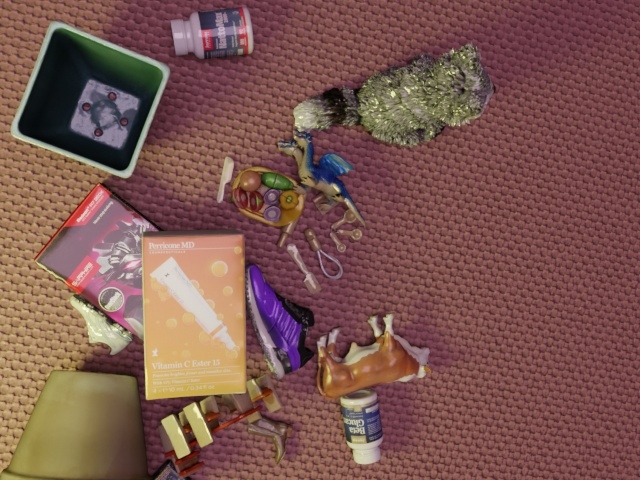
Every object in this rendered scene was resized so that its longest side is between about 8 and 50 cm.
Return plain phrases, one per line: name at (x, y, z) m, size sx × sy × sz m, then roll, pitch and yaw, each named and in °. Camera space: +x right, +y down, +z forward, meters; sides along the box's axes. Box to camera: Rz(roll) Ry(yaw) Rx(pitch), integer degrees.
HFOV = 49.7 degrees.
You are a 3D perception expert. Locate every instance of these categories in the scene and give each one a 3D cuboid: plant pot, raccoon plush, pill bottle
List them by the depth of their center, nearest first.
plant pot at (-0.479, -0.286, 1.498) m, size 0.247 × 0.252 × 0.247 m, roll 21°, pitch 89°, yaw -11°
plant pot at (-0.523, 0.436, 1.533) m, size 0.323 × 0.323 × 0.280 m, roll 7°, pitch 75°, yaw -11°
raccoon plush at (0.183, -0.307, 1.601) m, size 0.446 × 0.299 × 0.216 m, roll -23°, pitch 98°, yaw -8°
pill bottle at (-0.252, -0.478, 1.604) m, size 0.180 × 0.108 × 0.108 m, roll -10°, pitch 95°, yaw -10°
pill bottle at (0.107, 0.468, 1.739) m, size 0.094 × 0.094 × 0.169 m, roll -10°, pitch 95°, yaw -10°

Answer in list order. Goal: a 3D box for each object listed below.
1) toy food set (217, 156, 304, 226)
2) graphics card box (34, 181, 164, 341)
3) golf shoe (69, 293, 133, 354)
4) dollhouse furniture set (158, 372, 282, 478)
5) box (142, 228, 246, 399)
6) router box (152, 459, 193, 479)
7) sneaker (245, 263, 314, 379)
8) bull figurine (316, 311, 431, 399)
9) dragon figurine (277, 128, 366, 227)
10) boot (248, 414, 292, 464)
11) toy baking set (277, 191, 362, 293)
toy food set at (-0.145, -0.113, 1.651) m, size 0.217 × 0.071 × 0.128 m, roll 19°, pitch 91°, yaw -3°
graphics card box at (-0.438, 0.067, 1.609) m, size 0.371 × 0.094 × 0.233 m, roll 40°, pitch 85°, yaw -12°
golf shoe at (-0.526, 0.199, 1.616) m, size 0.176 × 0.069 × 0.086 m, roll 41°, pitch 91°, yaw -10°
dollhouse furniture set at (-0.244, 0.437, 1.595) m, size 0.259 × 0.262 × 0.135 m, roll -33°, pitch 77°, yaw 30°
box at (-0.278, 0.152, 1.516) m, size 0.215 × 0.168 × 0.345 m, roll -2°, pitch 95°, yaw -14°
router box at (-0.379, 0.611, 1.682) m, size 0.092 × 0.038 × 0.122 m, roll 45°, pitch 84°, yaw -11°
sneaker at (-0.095, 0.180, 1.686) m, size 0.146 × 0.102 × 0.293 m, roll -21°, pitch 102°, yaw -13°
bull figurine at (0.132, 0.290, 1.732) m, size 0.310 × 0.101 × 0.188 m, roll -17°, pitch 91°, yaw -14°
dragon figurine at (0.021, -0.154, 1.671) m, size 0.289 × 0.085 × 0.144 m, roll 29°, pitch 54°, yaw -14°
boot at (-0.137, 0.493, 1.722) m, size 0.114 × 0.037 × 0.106 m, roll 21°, pitch 76°, yaw -15°
toy baking set at (-0.005, -0.004, 1.720) m, size 0.196 × 0.030 × 0.256 m, roll 30°, pitch 88°, yaw -11°
